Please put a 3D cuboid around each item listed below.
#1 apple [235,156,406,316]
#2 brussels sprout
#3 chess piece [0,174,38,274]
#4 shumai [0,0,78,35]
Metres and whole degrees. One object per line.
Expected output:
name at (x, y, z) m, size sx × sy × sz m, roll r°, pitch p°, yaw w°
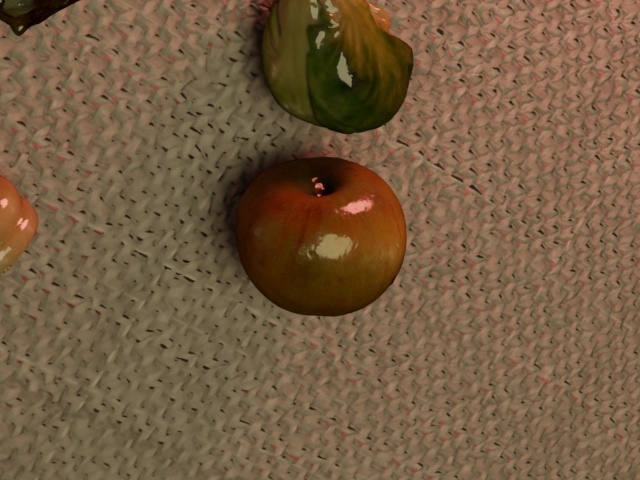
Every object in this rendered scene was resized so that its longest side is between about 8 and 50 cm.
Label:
apple at (0.000, 0.000, 1.804) m, size 0.182 × 0.182 × 0.155 m, roll -15°, pitch 132°, yaw -26°
brussels sprout at (0.015, -0.186, 1.759) m, size 0.183 × 0.131 × 0.145 m, roll 34°, pitch 85°, yaw -42°
chess piece at (-0.405, -0.131, 1.539) m, size 0.117 × 0.117 × 0.397 m, roll -41°, pitch 123°, yaw -11°
shumai at (-0.277, -0.274, 1.536) m, size 0.184 × 0.142 × 0.184 m, roll -15°, pitch 118°, yaw -30°
